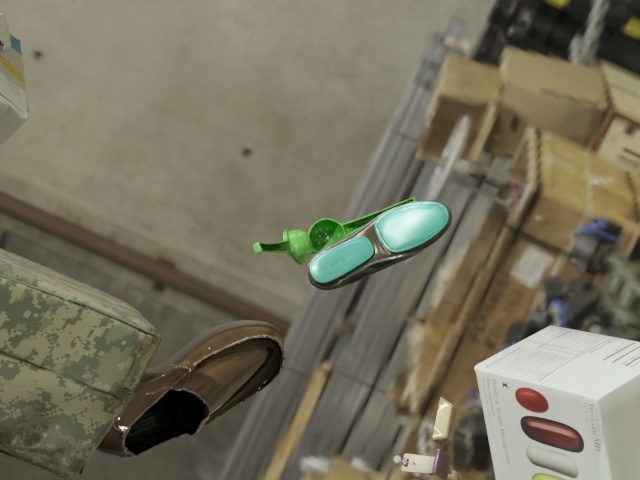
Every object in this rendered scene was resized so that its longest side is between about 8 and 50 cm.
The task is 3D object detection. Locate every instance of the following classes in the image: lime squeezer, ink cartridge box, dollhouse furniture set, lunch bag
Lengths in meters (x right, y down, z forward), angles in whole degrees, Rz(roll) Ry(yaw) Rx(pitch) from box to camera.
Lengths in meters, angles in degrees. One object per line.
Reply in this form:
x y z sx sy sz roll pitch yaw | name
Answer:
0.000 0.000 1.909 0.110 0.310 0.059 -7 97 49 | lime squeezer
-0.572 -0.241 2.033 0.171 0.168 0.232 -41 38 15 | ink cartridge box
0.159 0.290 1.914 0.091 0.081 0.114 39 -121 -52 | dollhouse furniture set
-0.406 0.164 1.753 0.256 0.305 0.212 -65 27 -1 | lunch bag

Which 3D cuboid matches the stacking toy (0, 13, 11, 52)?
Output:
-0.379 -0.262 1.186 0.052 0.167 0.221 -49 -40 -50 | stacking toy

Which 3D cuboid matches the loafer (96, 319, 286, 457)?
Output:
-0.192 0.247 2.045 0.366 0.130 0.134 -27 -56 -27 | loafer

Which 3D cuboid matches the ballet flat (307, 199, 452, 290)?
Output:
0.078 0.008 1.717 0.203 0.074 0.074 -26 5 3 | ballet flat

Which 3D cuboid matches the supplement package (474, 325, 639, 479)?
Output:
0.322 0.230 1.607 0.149 0.194 0.203 -24 19 -33 | supplement package
